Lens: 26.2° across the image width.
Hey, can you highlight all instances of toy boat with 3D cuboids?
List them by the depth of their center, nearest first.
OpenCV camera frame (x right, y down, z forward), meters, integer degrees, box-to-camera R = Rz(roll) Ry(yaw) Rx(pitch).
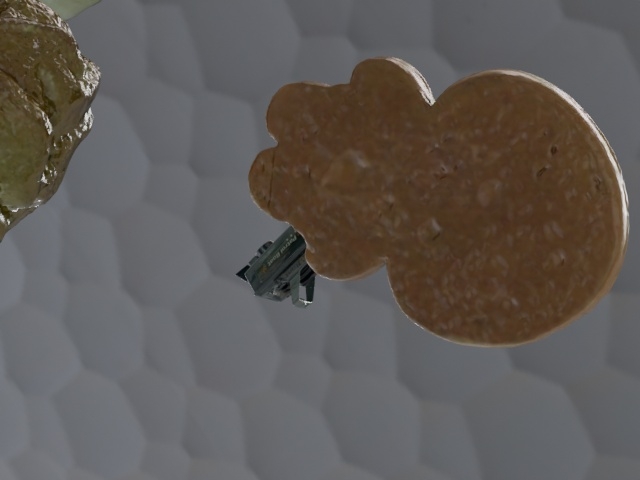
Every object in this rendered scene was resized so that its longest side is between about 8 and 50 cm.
[{"bbox_3d":[0.000,0.000,1.908,0.246,0.103,0.093,-44,162,8],"label":"toy boat"}]

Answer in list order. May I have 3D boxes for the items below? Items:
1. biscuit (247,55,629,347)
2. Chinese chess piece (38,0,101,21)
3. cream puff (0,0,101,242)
[{"bbox_3d":[0.084,-0.033,1.007,0.044,0.289,0.202,-7,110,-64],"label":"biscuit"},{"bbox_3d":[-0.287,-0.376,1.548,0.349,0.146,0.349,-27,-151,16],"label":"Chinese chess piece"},{"bbox_3d":[-0.289,-0.093,1.080,0.244,0.196,0.244,-59,-170,17],"label":"cream puff"}]
